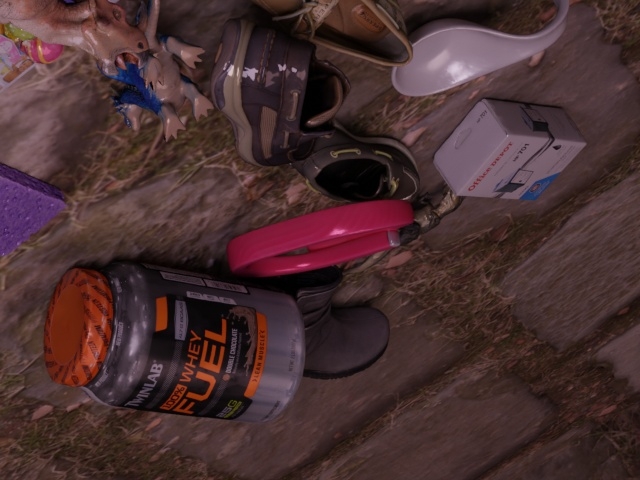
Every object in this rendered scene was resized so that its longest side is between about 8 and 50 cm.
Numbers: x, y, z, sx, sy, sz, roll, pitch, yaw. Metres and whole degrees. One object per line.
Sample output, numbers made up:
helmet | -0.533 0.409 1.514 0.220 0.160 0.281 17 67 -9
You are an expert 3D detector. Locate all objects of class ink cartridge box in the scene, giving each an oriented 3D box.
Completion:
ink cartridge box | 0.290 -0.137 2.283 0.190 0.082 0.140 0 140 -43

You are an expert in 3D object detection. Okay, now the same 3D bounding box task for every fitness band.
fitness band | 0.000 0.000 2.182 0.290 0.054 0.209 -17 170 30

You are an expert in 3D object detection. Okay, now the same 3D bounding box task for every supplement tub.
supplement tub | -0.208 0.144 2.127 0.338 0.207 0.207 11 134 -31

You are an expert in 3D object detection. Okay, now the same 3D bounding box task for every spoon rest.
spoon rest | 0.221 -0.270 2.013 0.276 0.084 0.137 -25 150 -8

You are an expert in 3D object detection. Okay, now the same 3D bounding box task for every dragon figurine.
dragon figurine | -0.204 -0.211 1.713 0.085 0.144 0.289 -40 145 -19

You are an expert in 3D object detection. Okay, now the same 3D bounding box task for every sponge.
sponge | -0.425 -0.048 1.854 0.117 0.031 0.210 -38 150 16

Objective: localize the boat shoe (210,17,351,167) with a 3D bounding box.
boat shoe | -0.036 -0.161 1.827 0.130 0.132 0.355 11 172 12

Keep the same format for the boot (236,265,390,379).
boot | 0.001 0.121 2.410 0.338 0.118 0.223 -13 142 -34

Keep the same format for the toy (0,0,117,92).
toy | -0.321 -0.227 1.641 0.237 0.056 0.137 -34 151 8

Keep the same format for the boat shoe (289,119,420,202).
boat shoe | 0.055 -0.096 2.131 0.109 0.091 0.305 -41 148 21

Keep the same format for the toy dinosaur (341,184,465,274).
toy dinosaur | 0.117 -0.017 2.345 0.268 0.064 0.118 -35 157 17

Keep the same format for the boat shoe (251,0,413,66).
boat shoe | 0.014 -0.284 1.806 0.285 0.089 0.104 10 134 -47

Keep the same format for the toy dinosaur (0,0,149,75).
toy dinosaur | -0.297 -0.294 1.487 0.200 0.127 0.296 -29 124 -24
